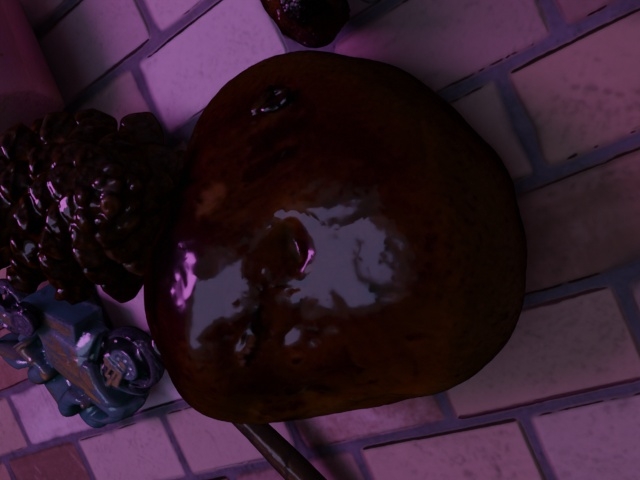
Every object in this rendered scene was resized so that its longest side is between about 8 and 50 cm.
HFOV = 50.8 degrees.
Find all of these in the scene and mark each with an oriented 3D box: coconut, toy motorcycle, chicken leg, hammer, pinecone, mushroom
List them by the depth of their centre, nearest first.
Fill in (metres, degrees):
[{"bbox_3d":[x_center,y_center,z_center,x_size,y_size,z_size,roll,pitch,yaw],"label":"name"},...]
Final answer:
[{"bbox_3d":[-0.020,-0.198,0.564,0.053,0.093,0.205,-56,31,8],"label":"chicken leg"},{"bbox_3d":[0.000,0.000,0.612,0.345,0.259,0.346,-1,84,10],"label":"mushroom"},{"bbox_3d":[-0.253,-0.035,0.733,0.228,0.203,0.201,27,137,-20],"label":"pinecone"},{"bbox_3d":[-0.024,0.258,0.736,0.440,0.044,0.168,45,164,4],"label":"hammer"},{"bbox_3d":[-0.422,-0.170,0.766,0.233,0.233,0.245,-19,89,33],"label":"coconut"},{"bbox_3d":[-0.320,0.151,0.887,0.296,0.109,0.198,21,123,21],"label":"toy motorcycle"}]

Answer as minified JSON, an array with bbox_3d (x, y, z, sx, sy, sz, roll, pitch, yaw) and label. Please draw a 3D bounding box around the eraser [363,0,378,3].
[{"bbox_3d":[-0.068,-0.313,0.585,0.287,0.130,0.086,38,116,17],"label":"eraser"}]
